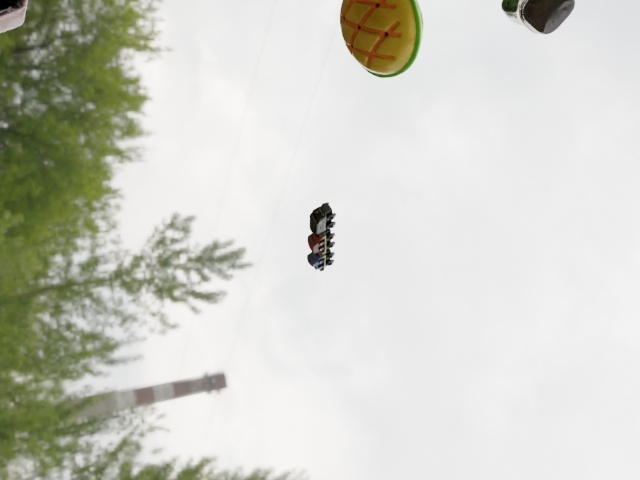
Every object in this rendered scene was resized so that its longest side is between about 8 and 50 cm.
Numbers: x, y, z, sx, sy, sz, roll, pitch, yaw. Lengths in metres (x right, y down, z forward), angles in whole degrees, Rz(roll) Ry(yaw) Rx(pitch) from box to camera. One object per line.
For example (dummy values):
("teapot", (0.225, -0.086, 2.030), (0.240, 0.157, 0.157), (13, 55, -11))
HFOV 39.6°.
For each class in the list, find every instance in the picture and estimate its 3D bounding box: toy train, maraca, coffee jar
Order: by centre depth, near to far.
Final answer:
("maraca", (0.074, -0.308, 1.178), (0.127, 0.099, 0.185), (-11, -81, 42))
("toy train", (0.000, 0.000, 1.192), (0.027, 0.036, 0.158), (57, -16, 25))
("coffee jar", (0.396, -0.432, 1.620), (0.096, 0.079, 0.184), (-49, -165, 13))

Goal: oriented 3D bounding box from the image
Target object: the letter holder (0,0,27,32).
("letter holder", (-0.359, -0.283, 0.600), (0.302, 0.152, 0.214), (23, -60, 6))
